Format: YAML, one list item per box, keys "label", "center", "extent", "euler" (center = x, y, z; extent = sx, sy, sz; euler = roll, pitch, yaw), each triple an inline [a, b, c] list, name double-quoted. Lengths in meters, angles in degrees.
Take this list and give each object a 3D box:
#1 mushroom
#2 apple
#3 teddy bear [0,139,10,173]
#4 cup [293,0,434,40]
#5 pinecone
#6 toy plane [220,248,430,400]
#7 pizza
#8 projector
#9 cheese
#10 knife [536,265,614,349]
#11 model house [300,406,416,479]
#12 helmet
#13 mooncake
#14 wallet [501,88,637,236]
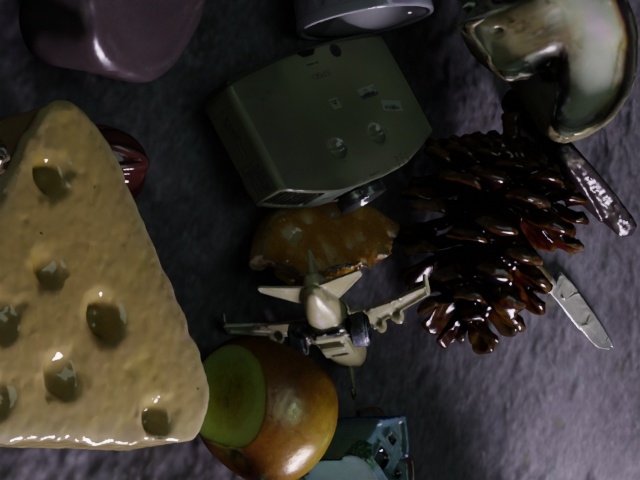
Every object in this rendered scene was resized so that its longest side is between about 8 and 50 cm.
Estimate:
- label: "mushroom"
  center: [0.281, -0.265, 2.025]
  extent: [0.189, 0.164, 0.267]
  euler: [-41, 95, 4]
- label: "apple"
  center: [-0.062, 0.192, 1.823]
  extent: [0.163, 0.146, 0.147]
  euler: [40, 64, -33]
- label: "teddy bear"
  center: [-0.459, -0.118, 1.460]
  extent: [0.246, 0.222, 0.296]
  euler: [-54, 136, -2]
- label: "cup"
  center: [0.054, -0.358, 2.000]
  extent: [0.221, 0.167, 0.202]
  euler: [-6, 85, -50]
- label: "pinecone"
  center: [0.210, -0.008, 2.053]
  extent: [0.244, 0.244, 0.309]
  euler: [22, 85, -38]
- label: "toy plane"
  center: [0.015, 0.096, 1.893]
  extent: [0.256, 0.242, 0.104]
  euler: [66, 15, -54]
- label: "pizza"
  center: [-0.001, 0.002, 1.954]
  extent: [0.127, 0.058, 0.246]
  euler: [51, 40, 9]
- label: "projector"
  center: [0.005, -0.128, 1.940]
  extent: [0.269, 0.088, 0.193]
  euler: [-23, 82, -41]
- label: "cheese"
  center: [-0.291, 0.086, 1.619]
  extent: [0.384, 0.104, 0.384]
  euler: [22, 62, -49]
- label: "knife"
  center: [0.329, 0.065, 2.274]
  extent: [0.298, 0.017, 0.047]
  euler: [45, 51, -27]
- label: "model house"
  center: [0.069, 0.261, 1.956]
  extent: [0.148, 0.119, 0.148]
  euler: [54, 45, -22]
- label: "helmet"
  center: [-0.219, -0.087, 1.779]
  extent: [0.111, 0.057, 0.089]
  euler: [6, 77, -41]
- label: "mooncake"
  center: [-0.217, -0.283, 1.715]
  extent: [0.245, 0.133, 0.245]
  euler: [12, 90, -70]
- label: "wallet"
  center: [0.325, -0.099, 2.169]
  extent: [0.049, 0.229, 0.182]
  euler: [-39, 115, 2]
